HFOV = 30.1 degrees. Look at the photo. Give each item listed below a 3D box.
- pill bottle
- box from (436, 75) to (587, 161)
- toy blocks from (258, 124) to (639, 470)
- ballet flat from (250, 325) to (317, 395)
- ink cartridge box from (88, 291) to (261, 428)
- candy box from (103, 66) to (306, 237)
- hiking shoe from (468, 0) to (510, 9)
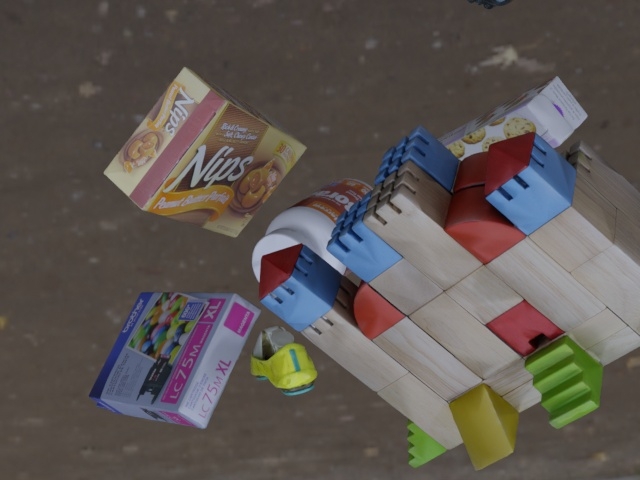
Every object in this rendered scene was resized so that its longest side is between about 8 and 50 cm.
[{"bbox_3d":[0.000,0.000,1.611,0.121,0.121,0.216,-27,-176,33],"label":"pill bottle"},{"bbox_3d":[0.205,-0.118,1.492,0.067,0.063,0.324,52,154,-8],"label":"box"},{"bbox_3d":[0.125,0.022,1.038,0.261,0.191,0.381,40,129,-16],"label":"toy blocks"},{"bbox_3d":[-0.055,0.158,1.650,0.077,0.077,0.231,-19,-174,-12],"label":"ballet flat"},{"bbox_3d":[-0.229,0.166,1.731,0.065,0.186,0.311,37,157,-29],"label":"ink cartridge box"},{"bbox_3d":[-0.153,-0.115,1.692,0.183,0.087,0.316,-52,160,6],"label":"candy box"},{"bbox_3d":[0.105,-0.208,0.643,0.132,0.113,0.304,-32,175,19],"label":"hiking shoe"}]
